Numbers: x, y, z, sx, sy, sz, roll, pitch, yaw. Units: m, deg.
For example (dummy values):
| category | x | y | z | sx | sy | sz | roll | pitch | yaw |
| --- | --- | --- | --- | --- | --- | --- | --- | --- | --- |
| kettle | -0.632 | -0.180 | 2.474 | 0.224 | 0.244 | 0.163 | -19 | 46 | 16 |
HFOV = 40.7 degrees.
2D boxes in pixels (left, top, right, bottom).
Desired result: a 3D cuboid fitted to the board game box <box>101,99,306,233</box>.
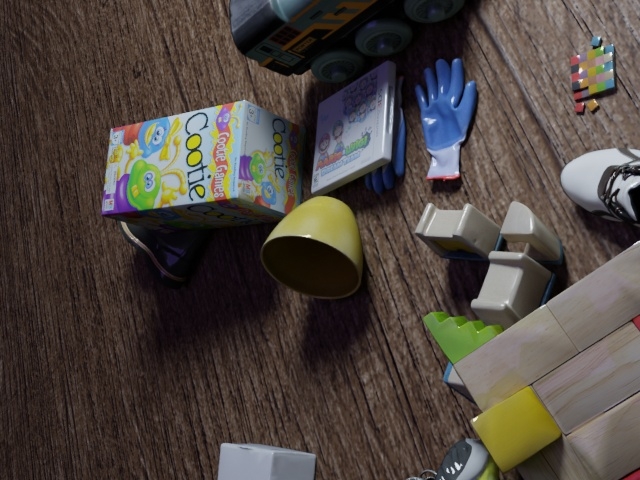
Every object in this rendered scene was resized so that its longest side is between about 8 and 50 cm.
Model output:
| category | x | y | z | sx | sy | sz | roll | pitch | yaw |
| --- | --- | --- | --- | --- | --- | --- | --- | --- | --- |
| board game box | -0.175 | -0.101 | 1.282 | 0.275 | 0.142 | 0.144 | -5 | 76 | 36 |

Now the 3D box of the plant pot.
| category | x | y | z | sx | sy | sz | roll | pitch | yaw |
| --- | --- | --- | --- | --- | --- | --- | --- | --- | --- |
| plant pot | 0.000 | 0.000 | 1.126 | 0.134 | 0.134 | 0.095 | -21 | 38 | 44 |

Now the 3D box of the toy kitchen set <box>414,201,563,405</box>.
| category | x | y | z | sx | sy | sz | roll | pitch | yaw |
| --- | --- | --- | --- | --- | --- | --- | --- | --- | --- |
| toy kitchen set | 0.170 | 0.076 | 0.938 | 0.166 | 0.122 | 0.207 | 3 | 62 | 49 |

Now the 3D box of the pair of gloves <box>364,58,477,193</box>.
| category | x | y | z | sx | sy | sz | roll | pitch | yaw |
| --- | --- | --- | --- | --- | --- | --- | --- | --- | --- |
| pair of gloves | 0.115 | -0.143 | 1.098 | 0.198 | 0.023 | 0.159 | -5 | 76 | 47 |

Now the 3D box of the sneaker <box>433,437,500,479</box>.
| category | x | y | z | sx | sy | sz | roll | pitch | yaw |
| --- | --- | --- | --- | --- | --- | --- | --- | --- | --- |
| sneaker | 0.165 | 0.391 | 0.842 | 0.147 | 0.145 | 0.385 | 0 | 80 | 14 |

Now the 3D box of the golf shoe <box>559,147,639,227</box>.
| category | x | y | z | sx | sy | sz | roll | pitch | yaw |
| --- | --- | --- | --- | --- | --- | --- | --- | --- | --- |
| golf shoe | 0.298 | -0.051 | 0.817 | 0.198 | 0.093 | 0.077 | 23 | 98 | 50 |

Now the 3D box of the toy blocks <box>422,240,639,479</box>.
| category | x | y | z | sx | sy | sz | roll | pitch | yaw |
| --- | --- | --- | --- | --- | --- | --- | --- | --- | --- |
| toy blocks | 0.300 | 0.151 | 0.693 | 0.261 | 0.190 | 0.381 | -37 | 72 | 17 |

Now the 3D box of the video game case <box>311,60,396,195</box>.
| category | x | y | z | sx | sy | sz | roll | pitch | yaw |
| --- | --- | --- | --- | --- | --- | --- | --- | --- | --- |
| video game case | 0.043 | -0.147 | 1.156 | 0.157 | 0.019 | 0.143 | -23 | 56 | 51 |

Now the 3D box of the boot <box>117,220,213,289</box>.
| category | x | y | z | sx | sy | sz | roll | pitch | yaw |
| --- | --- | --- | --- | --- | --- | --- | --- | --- | --- |
| boot | -0.255 | -0.031 | 1.454 | 0.198 | 0.076 | 0.137 | 46 | 110 | 29 |

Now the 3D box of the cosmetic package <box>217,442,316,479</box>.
| category | x | y | z | sx | sy | sz | roll | pitch | yaw |
| --- | --- | --- | --- | --- | --- | --- | --- | --- | --- |
| cosmetic package | -0.079 | 0.389 | 1.132 | 0.117 | 0.085 | 0.231 | -5 | 75 | 47 |

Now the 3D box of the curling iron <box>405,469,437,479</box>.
| category | x | y | z | sx | sy | sz | roll | pitch | yaw |
| --- | --- | --- | --- | --- | --- | --- | --- | --- | --- |
| curling iron | 0.100 | 0.396 | 0.965 | 0.068 | 0.035 | 0.274 | 9 | 87 | 49 |

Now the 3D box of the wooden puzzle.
| category | x | y | z | sx | sy | sz | roll | pitch | yaw |
| --- | --- | --- | --- | --- | --- | --- | --- | --- | --- |
| wooden puzzle | 0.291 | -0.179 | 0.921 | 0.049 | 0.006 | 0.083 | -13 | 71 | 46 |

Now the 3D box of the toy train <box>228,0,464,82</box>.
| category | x | y | z | sx | sy | sz | roll | pitch | yaw |
| --- | --- | --- | --- | --- | --- | --- | --- | --- | --- |
| toy train | 0.035 | -0.318 | 1.104 | 0.334 | 0.190 | 0.142 | -25 | 63 | 42 |
